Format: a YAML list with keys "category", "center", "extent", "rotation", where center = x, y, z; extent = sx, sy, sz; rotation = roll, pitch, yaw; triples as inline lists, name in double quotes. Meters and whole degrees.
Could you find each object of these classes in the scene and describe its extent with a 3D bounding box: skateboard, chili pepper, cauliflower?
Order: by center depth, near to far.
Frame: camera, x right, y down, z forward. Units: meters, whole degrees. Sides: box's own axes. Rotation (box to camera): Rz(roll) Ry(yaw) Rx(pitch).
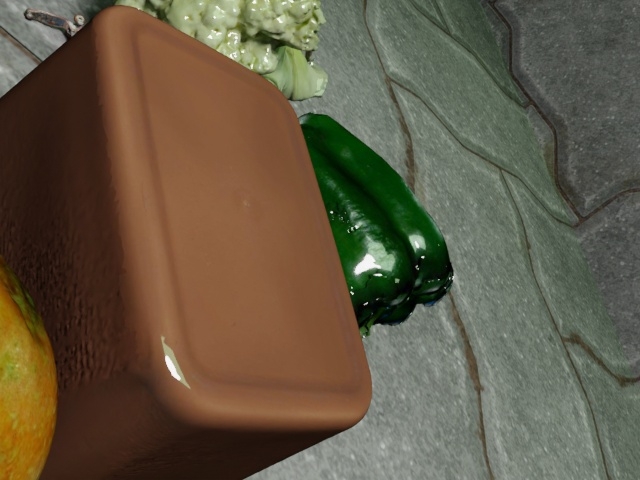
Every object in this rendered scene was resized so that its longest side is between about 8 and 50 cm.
- category: "skateboard"
  center: [-0.281, -0.210, 0.781]
  extent: [0.063, 0.032, 0.083]
  rotation: [7, 55, -42]
- category: "chili pepper"
  center: [0.000, 0.000, 0.814]
  extent: [0.257, 0.233, 0.248]
  rotation: [58, 25, 11]
- category: "cauliflower"
  center: [-0.120, -0.237, 0.832]
  extent: [0.281, 0.260, 0.327]
  rotation: [86, -2, -58]

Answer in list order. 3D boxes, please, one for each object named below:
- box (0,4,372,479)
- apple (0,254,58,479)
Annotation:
- category: "box"
  center: [-0.135, 0.026, 0.579]
  extent: [0.239, 0.229, 0.340]
  rotation: [19, 49, -50]
- category: "apple"
  center: [-0.258, 0.072, 0.361]
  extent: [0.236, 0.237, 0.208]
  rotation: [33, 24, -37]
